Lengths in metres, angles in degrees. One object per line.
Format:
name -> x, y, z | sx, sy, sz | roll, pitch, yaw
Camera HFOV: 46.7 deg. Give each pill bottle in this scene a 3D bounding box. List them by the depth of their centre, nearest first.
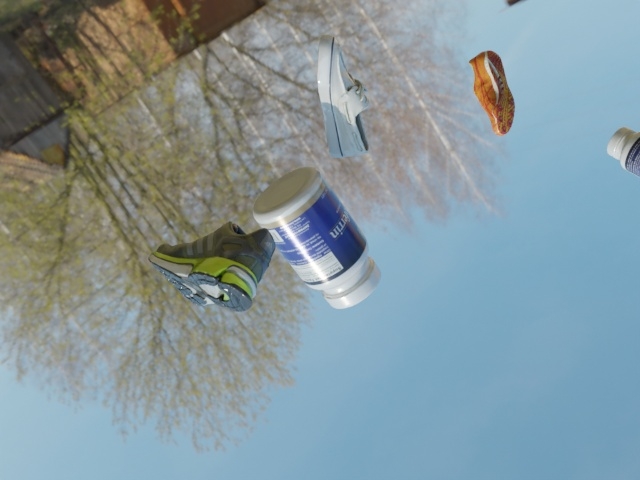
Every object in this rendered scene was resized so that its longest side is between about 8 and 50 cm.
pill bottle -> 0.000, 0.000, 1.446 | 0.153, 0.264, 0.153 | -28, -153, 16
pill bottle -> 0.698, -0.176, 1.569 | 0.094, 0.094, 0.169 | -38, -132, -12

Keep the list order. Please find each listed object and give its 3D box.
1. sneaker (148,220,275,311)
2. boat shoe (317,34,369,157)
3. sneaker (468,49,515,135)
sneaker -> -0.168, 0.034, 1.180 | 0.300, 0.111, 0.121 | 7, -128, 51
boat shoe -> 0.048, -0.267, 1.403 | 0.088, 0.267, 0.096 | -1, -139, 10
sneaker -> 0.348, -0.295, 1.506 | 0.064, 0.175, 0.067 | -7, 174, -36
